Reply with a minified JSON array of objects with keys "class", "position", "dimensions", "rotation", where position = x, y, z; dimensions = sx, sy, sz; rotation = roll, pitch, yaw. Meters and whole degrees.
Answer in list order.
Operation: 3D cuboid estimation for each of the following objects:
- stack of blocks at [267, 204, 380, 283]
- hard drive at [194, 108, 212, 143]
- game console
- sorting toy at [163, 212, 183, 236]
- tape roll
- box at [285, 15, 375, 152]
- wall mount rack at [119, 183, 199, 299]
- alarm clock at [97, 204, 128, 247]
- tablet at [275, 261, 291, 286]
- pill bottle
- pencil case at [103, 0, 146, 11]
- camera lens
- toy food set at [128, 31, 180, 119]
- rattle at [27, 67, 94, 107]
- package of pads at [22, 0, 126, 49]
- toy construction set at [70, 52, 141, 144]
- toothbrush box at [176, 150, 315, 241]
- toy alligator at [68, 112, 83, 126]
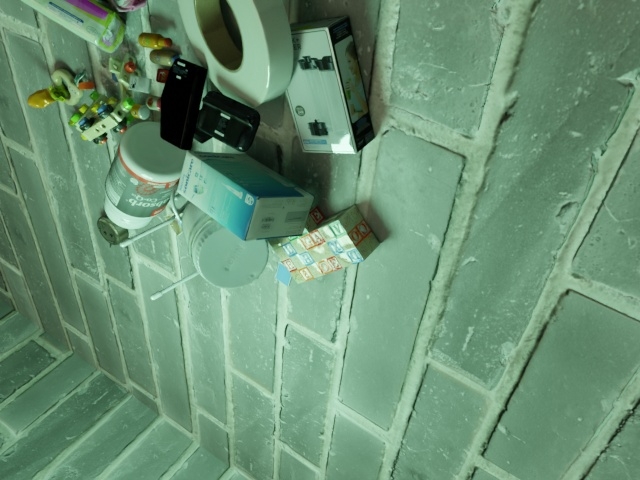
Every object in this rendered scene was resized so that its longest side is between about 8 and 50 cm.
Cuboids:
[{"class":"stack of blocks","position":[0.000,0.000,1.667],"dimensions":[0.297,0.087,0.171],"rotation":[-22,105,48]},{"class":"hard drive","position":[-0.309,-0.321,1.641],"dimensions":[0.094,0.135,0.022],"rotation":[33,139,17]},{"class":"game console","position":[-0.285,-0.309,1.496],"dimensions":[0.361,0.044,0.213],"rotation":[31,114,35]},{"class":"sorting toy","position":[-0.487,-0.066,2.078],"dimensions":[0.075,0.045,0.083],"rotation":[-18,109,39]},{"class":"tape roll","position":[-0.204,-0.496,1.372],"dimensions":[0.392,0.072,0.392],"rotation":[43,151,31]},{"class":"box","position":[0.007,-0.350,1.379],"dimensions":[0.169,0.087,0.290],"rotation":[9,127,36]},{"class":"wall mount rack","position":[-0.442,0.009,1.880],"dimensions":[0.130,0.304,0.350],"rotation":[-3,123,31]},{"class":"alarm clock","position":[-0.822,-0.059,2.360],"dimensions":[0.129,0.064,0.192],"rotation":[22,130,27]},{"class":"tablet","position":[-0.115,0.107,1.917],"dimensions":[0.054,0.006,0.083],"rotation":[34,139,15]},{"class":"pill bottle","position":[-0.563,-0.193,1.909],"dimensions":[0.210,0.210,0.363],"rotation":[47,140,0]},{"class":"pencil case","position":[-0.615,-0.730,1.565],"dimensions":[0.386,0.160,0.167],"rotation":[29,-179,20]},{"class":"camera lens","position":[-0.277,-0.013,1.732],"dimensions":[0.274,0.219,0.219],"rotation":[-126,20,-57]},{"class":"toy food set","position":[-0.448,-0.446,1.668],"dimensions":[0.104,0.111,0.232],"rotation":[17,100,31]},{"class":"rattle","position":[-0.857,-0.497,1.981],"dimensions":[0.199,0.142,0.130],"rotation":[17,113,39]},{"class":"package of pads","position":[-0.636,-0.594,1.575],"dimensions":[0.229,0.101,0.296],"rotation":[28,-174,-17]},{"class":"toy construction set","position":[-0.636,-0.408,1.826],"dimensions":[0.151,0.215,0.327],"rotation":[36,138,-21]},{"class":"toothbrush box","position":[-0.199,-0.123,1.583],"dimensions":[0.295,0.216,0.126],"rotation":[34,115,32]},{"class":"toy alligator","position":[-0.802,-0.408,2.070],"dimensions":[0.189,0.056,0.051],"rotation":[15,90,32]}]
